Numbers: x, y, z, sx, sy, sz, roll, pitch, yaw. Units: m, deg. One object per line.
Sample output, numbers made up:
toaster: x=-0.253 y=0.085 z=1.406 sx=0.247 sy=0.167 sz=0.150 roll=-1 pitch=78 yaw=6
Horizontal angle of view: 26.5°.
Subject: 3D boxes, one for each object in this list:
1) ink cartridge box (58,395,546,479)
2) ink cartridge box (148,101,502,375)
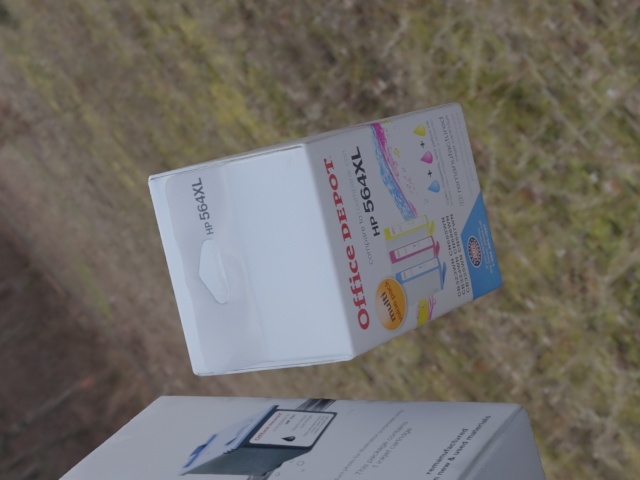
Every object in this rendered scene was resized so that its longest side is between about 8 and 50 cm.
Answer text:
ink cartridge box: x=0.002 y=0.142 z=0.555 sx=0.190 sy=0.082 sz=0.140 roll=-5 pitch=112 yaw=35
ink cartridge box: x=0.000 y=0.000 z=0.599 sx=0.090 sy=0.143 sz=0.092 roll=-10 pitch=97 yaw=37
